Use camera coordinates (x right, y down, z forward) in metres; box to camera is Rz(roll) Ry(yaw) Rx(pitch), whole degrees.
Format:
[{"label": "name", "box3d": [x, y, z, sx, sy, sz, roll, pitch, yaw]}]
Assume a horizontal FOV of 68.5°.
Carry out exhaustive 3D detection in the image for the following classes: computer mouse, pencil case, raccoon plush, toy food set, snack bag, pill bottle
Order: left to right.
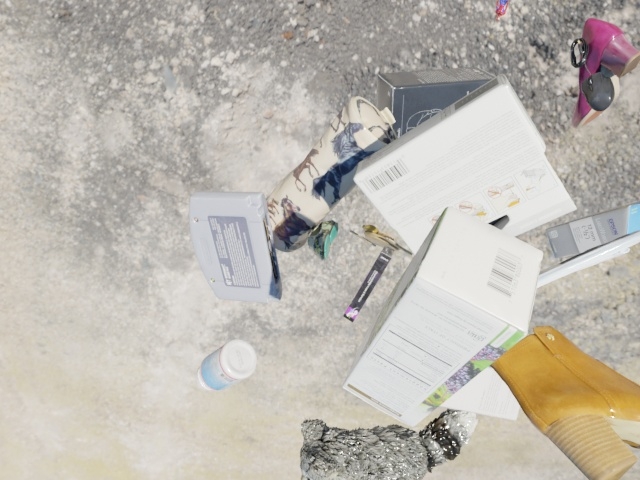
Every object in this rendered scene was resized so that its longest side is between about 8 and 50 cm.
[{"label": "pill bottle", "box3d": [-0.216, 0.285, 1.052, 0.087, 0.087, 0.160, 29, 137, -25]}, {"label": "pencil case", "box3d": [0.015, -0.154, 1.144, 0.160, 0.183, 0.410, 43, 118, -5]}, {"label": "raccoon plush", "box3d": [0.147, 0.485, 1.181, 0.299, 0.446, 0.216, 55, 163, -27]}, {"label": "toy food set", "box3d": [0.188, -0.008, 1.421, 0.132, 0.038, 0.192, 30, 172, -33]}, {"label": "snack bag", "box3d": [0.494, 0.074, 0.997, 0.323, 0.037, 0.342, -26, 167, 8]}, {"label": "computer mouse", "box3d": [0.728, -0.455, 1.278, 0.041, 0.242, 0.071, 6, 152, -29]}]

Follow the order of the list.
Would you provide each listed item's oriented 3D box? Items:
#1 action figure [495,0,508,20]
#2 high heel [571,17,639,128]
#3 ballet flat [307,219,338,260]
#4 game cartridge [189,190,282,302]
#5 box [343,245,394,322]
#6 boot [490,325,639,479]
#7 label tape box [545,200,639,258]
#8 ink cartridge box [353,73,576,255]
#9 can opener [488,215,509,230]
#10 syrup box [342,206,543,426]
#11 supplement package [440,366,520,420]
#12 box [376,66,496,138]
[{"label": "action figure", "box3d": [0.591, -0.772, 1.520, 0.038, 0.030, 0.115, 20, 127, 18]}, {"label": "high heel", "box3d": [0.836, -0.507, 1.460, 0.127, 0.181, 0.377, -29, 159, -8]}, {"label": "ballet flat", "box3d": [0.000, 0.000, 1.196, 0.070, 0.188, 0.070, 4, 110, 11]}, {"label": "game cartridge", "box3d": [-0.206, 0.018, 1.123, 0.196, 0.060, 0.294, 1, 122, 12]}, {"label": "box", "box3d": [0.106, 0.090, 1.018, 0.029, 0.116, 0.162, 32, 101, 7]}, {"label": "boot", "box3d": [0.406, 0.202, 0.664, 0.295, 0.211, 0.104, -5, 129, -22]}, {"label": "label tape box", "box3d": [0.933, -0.049, 1.458, 0.249, 0.115, 0.348, -13, 176, -30]}, {"label": "ink cartridge box", "box3d": [0.233, -0.093, 0.779, 0.275, 0.060, 0.239, -29, 114, 29]}, {"label": "can opener", "box3d": [0.345, -0.008, 1.069, 0.095, 0.076, 0.283, 38, 131, -6]}, {"label": "syrup box", "box3d": [0.107, 0.089, 0.467, 0.096, 0.093, 0.237, 28, 141, 8]}, {"label": "supplement package", "box3d": [0.301, 0.276, 1.086, 0.293, 0.177, 0.175, 16, 180, -15]}, {"label": "box", "box3d": [0.420, -0.463, 1.751, 0.395, 0.212, 0.293, -6, 123, -7]}]
